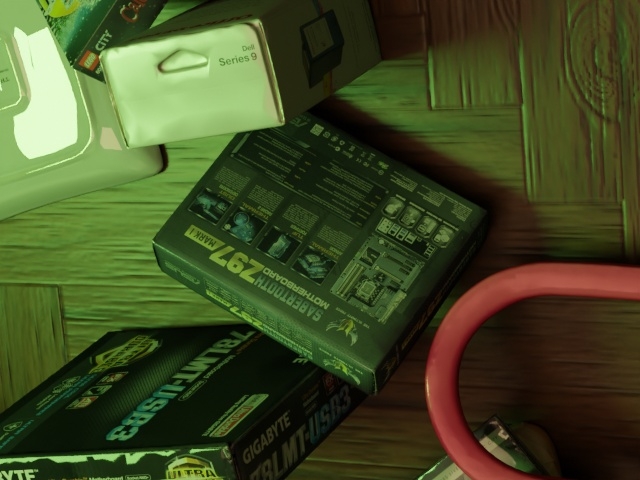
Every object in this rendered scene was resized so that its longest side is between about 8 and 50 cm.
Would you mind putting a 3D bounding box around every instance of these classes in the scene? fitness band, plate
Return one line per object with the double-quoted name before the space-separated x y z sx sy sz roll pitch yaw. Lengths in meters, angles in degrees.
"fitness band" 0.231 0.122 1.434 0.291 0.054 0.209 3 89 10
"plate" -0.311 -0.162 1.685 0.277 0.045 0.278 -14 95 29

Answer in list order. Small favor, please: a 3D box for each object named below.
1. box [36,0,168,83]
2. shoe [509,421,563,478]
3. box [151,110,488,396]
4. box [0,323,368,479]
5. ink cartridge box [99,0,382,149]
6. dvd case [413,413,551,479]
"box" -0.159 -0.271 1.511 0.233 0.044 0.159 -53 40 17
"shoe" 0.206 0.268 1.528 0.076 0.058 0.219 -27 90 29
"box" 0.000 0.000 1.501 0.233 0.183 0.059 29 156 17
"box" -0.131 0.154 1.532 0.293 0.295 0.073 -7 106 28
"ink cartridge box" -0.063 -0.155 1.464 0.154 0.212 0.093 -8 104 26
"dvd case" 0.165 0.282 1.507 0.164 0.018 0.221 -42 84 25
